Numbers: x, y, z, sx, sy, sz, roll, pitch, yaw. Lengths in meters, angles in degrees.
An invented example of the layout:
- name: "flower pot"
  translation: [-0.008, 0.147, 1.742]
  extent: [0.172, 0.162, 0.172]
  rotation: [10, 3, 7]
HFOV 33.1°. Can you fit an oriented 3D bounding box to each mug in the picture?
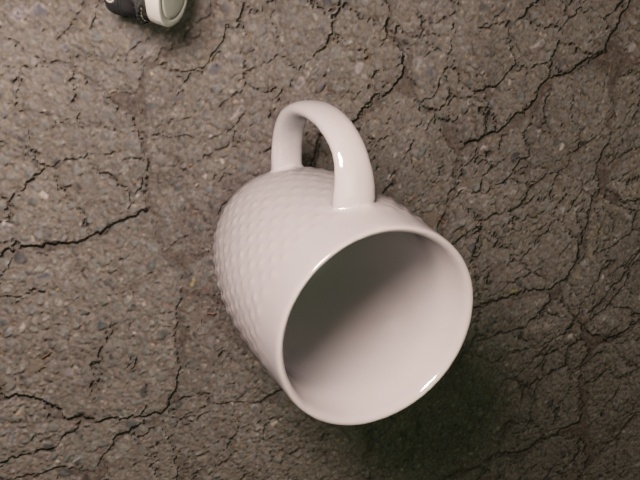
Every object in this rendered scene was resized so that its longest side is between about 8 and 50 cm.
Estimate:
- name: "mug"
  translation: [0.000, 0.000, 1.413]
  extent: [0.276, 0.328, 0.374]
  rotation: [-12, 119, -23]

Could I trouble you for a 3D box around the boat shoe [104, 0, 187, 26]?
- name: "boat shoe"
  translation: [-0.204, -0.402, 1.240]
  extent: [0.114, 0.091, 0.303]
  rotation: [-37, 137, -66]
